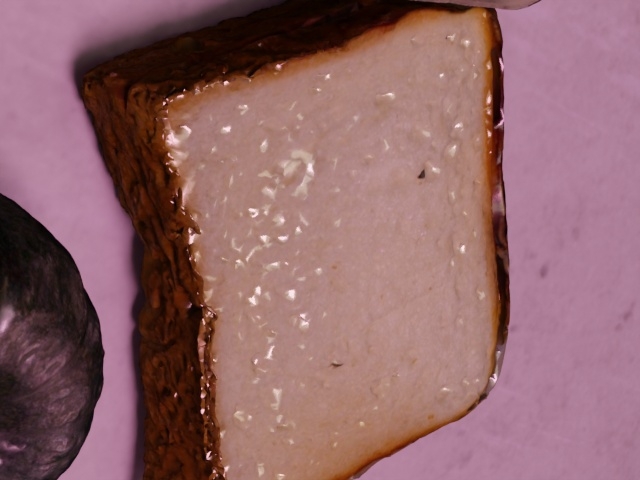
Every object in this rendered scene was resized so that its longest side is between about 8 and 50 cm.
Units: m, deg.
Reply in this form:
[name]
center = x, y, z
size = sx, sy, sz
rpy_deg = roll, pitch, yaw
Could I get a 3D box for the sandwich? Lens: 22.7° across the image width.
[sandwich]
center = 0.000, 0.000, 0.970
size = 0.271, 0.099, 0.301
rpy_deg = -24, 120, -37

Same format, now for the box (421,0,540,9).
[box]
center = 0.002, -0.317, 0.759
size = 0.344, 0.177, 0.352
rpy_deg = 15, 89, -45

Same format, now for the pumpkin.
[pumpkin]
center = -0.207, 0.067, 0.779
size = 0.212, 0.152, 0.211
rpy_deg = -14, 117, -30
